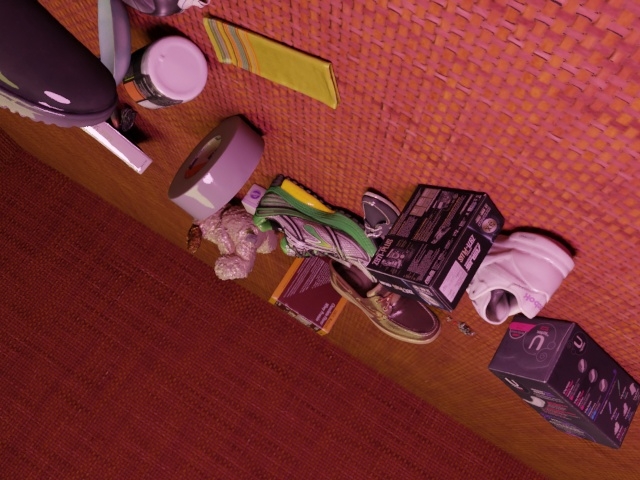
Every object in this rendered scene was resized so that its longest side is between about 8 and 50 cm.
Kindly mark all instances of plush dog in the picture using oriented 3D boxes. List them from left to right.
[{"bbox_3d":[-0.262,-0.040,1.833,0.225,0.262,0.210,18,128,18],"label":"plush dog"}]

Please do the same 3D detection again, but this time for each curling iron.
[{"bbox_3d":[-0.516,-0.363,1.590,0.035,0.068,0.274,31,160,13],"label":"curling iron"}]

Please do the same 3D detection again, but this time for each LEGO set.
[{"bbox_3d":[0.365,0.228,1.677,0.083,0.023,0.054,22,162,37],"label":"LEGO set"}]

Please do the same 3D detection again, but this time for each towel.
[{"bbox_3d":[-0.078,-0.279,1.000,0.237,0.021,0.102,27,165,21],"label":"towel"}]

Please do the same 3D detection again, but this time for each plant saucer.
[{"bbox_3d":[-0.361,-0.360,1.129,0.037,0.194,0.195,-5,-179,-24],"label":"plant saucer"}]

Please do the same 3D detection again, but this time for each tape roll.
[{"bbox_3d":[-0.213,-0.149,1.305,0.072,0.219,0.219,41,164,-25],"label":"tape roll"}]

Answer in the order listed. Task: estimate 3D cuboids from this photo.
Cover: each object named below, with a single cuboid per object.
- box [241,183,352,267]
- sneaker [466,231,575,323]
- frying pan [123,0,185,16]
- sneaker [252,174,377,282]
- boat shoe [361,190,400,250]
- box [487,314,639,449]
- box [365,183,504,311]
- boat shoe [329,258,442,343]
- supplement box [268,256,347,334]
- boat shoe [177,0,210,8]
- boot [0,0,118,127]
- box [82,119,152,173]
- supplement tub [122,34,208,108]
[{"bbox_3d":[-0.048,-0.039,1.611,0.324,0.063,0.067,28,163,19],"label":"box"},{"bbox_3d":[0.270,0.055,1.081,0.114,0.152,0.305,37,166,-22],"label":"sneaker"},{"bbox_3d":[-0.266,-0.413,0.929,0.197,0.053,0.326,39,167,-23],"label":"frying pan"},{"bbox_3d":[0.000,0.000,1.452,0.344,0.146,0.134,32,167,17],"label":"sneaker"},{"bbox_3d":[0.125,-0.024,1.296,0.075,0.065,0.206,23,162,32],"label":"boat shoe"},{"bbox_3d":[0.511,0.290,1.332,0.270,0.143,0.165,40,162,-23],"label":"box"},{"bbox_3d":[0.186,0.008,1.043,0.147,0.180,0.077,15,156,50],"label":"box"},{"bbox_3d":[0.159,0.144,1.664,0.342,0.123,0.123,36,165,25],"label":"boat shoe"},{"bbox_3d":[-0.019,0.148,1.894,0.194,0.191,0.129,33,165,-1],"label":"supplement box"},{"bbox_3d":[-0.179,-0.358,0.939,0.035,0.035,0.100,42,157,-19],"label":"boat shoe"},{"bbox_3d":[-0.364,-0.380,0.775,0.367,0.146,0.445,26,133,-19],"label":"boot"},{"bbox_3d":[-0.601,-0.304,1.803,0.232,0.058,0.322,41,179,-28],"label":"box"},{"bbox_3d":[-0.295,-0.305,1.181,0.117,0.117,0.190,42,163,-30],"label":"supplement tub"}]
